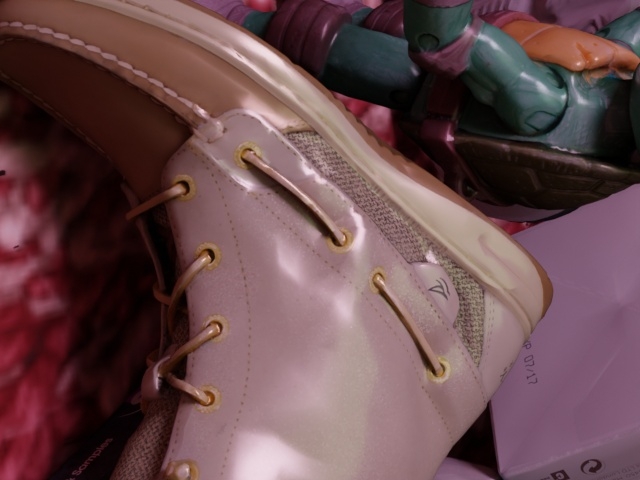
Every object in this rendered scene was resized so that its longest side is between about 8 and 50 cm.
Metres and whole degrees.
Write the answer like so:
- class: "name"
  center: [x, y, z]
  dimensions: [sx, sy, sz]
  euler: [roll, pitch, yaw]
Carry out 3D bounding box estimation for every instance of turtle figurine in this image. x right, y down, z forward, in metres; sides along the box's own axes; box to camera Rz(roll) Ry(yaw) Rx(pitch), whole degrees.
- class: "turtle figurine"
  center: [0.065, -0.069, 0.521]
  dimensions: [0.175, 0.234, 0.118]
  euler: [15, 87, -54]

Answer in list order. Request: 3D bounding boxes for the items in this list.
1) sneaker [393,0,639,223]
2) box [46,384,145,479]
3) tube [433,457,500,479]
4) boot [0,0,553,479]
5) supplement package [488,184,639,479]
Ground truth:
- class: "sneaker"
  center: [0.129, -0.164, 0.696]
  dimensions: [0.180, 0.124, 0.321]
  euler: [6, 84, -50]
- class: "box"
  center: [-0.069, 0.133, 0.517]
  dimensions: [0.162, 0.029, 0.116]
  euler: [-46, 123, -43]
- class: "tube"
  center: [0.045, 0.198, 0.647]
  dimensions: [0.080, 0.052, 0.207]
  euler: [-1, 95, -52]
- class: "boot"
  center: [-0.042, 0.028, 0.480]
  dimensions: [0.213, 0.077, 0.165]
  euler: [34, 69, -15]
- class: "supplement package"
  center: [0.188, 0.100, 0.724]
  dimensions: [0.244, 0.133, 0.139]
  euler: [50, 26, -38]
